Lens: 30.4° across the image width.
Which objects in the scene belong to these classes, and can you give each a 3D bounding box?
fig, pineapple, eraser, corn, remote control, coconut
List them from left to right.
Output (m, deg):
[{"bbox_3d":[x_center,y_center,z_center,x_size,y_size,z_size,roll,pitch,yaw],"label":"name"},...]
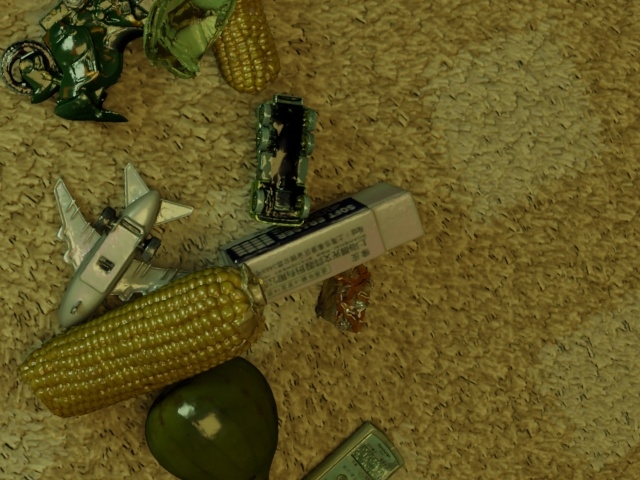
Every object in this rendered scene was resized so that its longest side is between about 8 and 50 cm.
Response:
[{"bbox_3d":[-0.248,0.150,1.682,0.387,0.144,0.144,-27,108,14],"label":"corn"},{"bbox_3d":[-0.187,-0.290,1.612,0.158,0.055,0.133,-25,135,-38],"label":"coconut"},{"bbox_3d":[-0.146,0.287,1.759,0.203,0.203,0.225,-38,101,-6],"label":"fig"},{"bbox_3d":[-0.132,-0.350,1.697,0.101,0.101,0.291,-19,103,-12],"label":"corn"},{"bbox_3d":[0.000,0.000,1.784,0.287,0.130,0.086,-23,108,-12],"label":"eraser"},{"bbox_3d":[0.026,0.402,1.917,0.233,0.038,0.098,-41,109,-6],"label":"remote control"},{"bbox_3d":[0.031,0.094,1.834,0.069,0.137,0.116,19,137,-16],"label":"pineapple"}]

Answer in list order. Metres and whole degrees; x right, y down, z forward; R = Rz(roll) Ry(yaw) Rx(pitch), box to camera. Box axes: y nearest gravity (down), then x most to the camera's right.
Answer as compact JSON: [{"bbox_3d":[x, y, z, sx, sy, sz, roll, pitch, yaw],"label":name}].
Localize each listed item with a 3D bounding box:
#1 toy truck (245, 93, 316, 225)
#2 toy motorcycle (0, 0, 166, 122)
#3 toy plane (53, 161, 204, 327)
[{"bbox_3d":[-0.065,-0.118,1.751,0.085,0.116,0.191,4,90,-17],"label":"toy truck"},{"bbox_3d":[-0.298,-0.270,1.650,0.274,0.125,0.187,-45,100,-4],"label":"toy motorcycle"},{"bbox_3d":[-0.304,0.022,1.713,0.251,0.101,0.255,35,89,-7],"label":"toy plane"}]
